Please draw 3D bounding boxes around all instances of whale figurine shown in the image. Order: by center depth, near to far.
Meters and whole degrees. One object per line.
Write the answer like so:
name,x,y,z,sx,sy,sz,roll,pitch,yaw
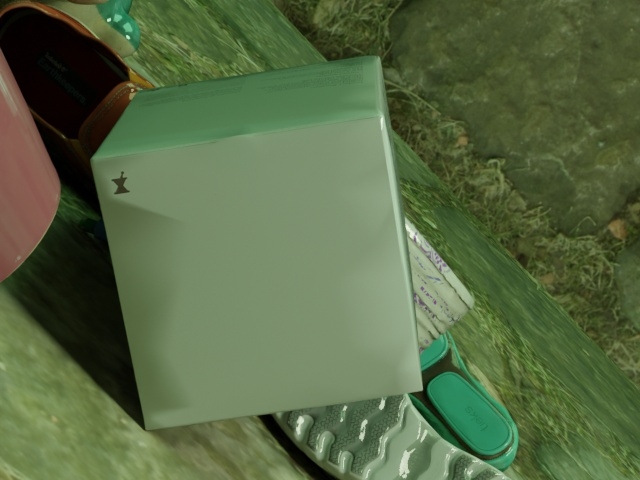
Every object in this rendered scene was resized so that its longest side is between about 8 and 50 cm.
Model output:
whale figurine,-0.240,-0.265,1.600,0.216,0.141,0.272,41,-12,-12

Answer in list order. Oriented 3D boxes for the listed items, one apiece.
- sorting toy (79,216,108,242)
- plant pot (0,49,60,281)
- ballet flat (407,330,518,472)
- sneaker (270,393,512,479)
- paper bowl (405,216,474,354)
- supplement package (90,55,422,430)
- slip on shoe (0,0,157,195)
sorting toy,-0.166,-0.025,1.394,0.042,0.061,0.102,18,-36,18
plant pot,-0.247,-0.061,0.957,0.180,0.201,0.201,56,4,-35
ballet flat,0.114,0.148,1.756,0.247,0.083,0.087,53,-18,29
sneaker,0.047,0.182,1.407,0.281,0.105,0.115,43,-23,10
paper bowl,0.000,0.000,1.597,0.284,0.148,0.284,48,2,-2
supplement package,-0.038,-0.009,1.260,0.262,0.199,0.198,-85,167,-75
slip on shoe,-0.163,-0.089,1.457,0.331,0.123,0.101,41,1,11
